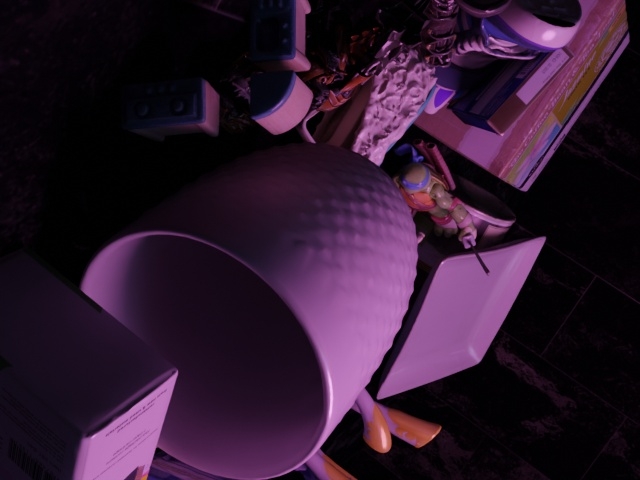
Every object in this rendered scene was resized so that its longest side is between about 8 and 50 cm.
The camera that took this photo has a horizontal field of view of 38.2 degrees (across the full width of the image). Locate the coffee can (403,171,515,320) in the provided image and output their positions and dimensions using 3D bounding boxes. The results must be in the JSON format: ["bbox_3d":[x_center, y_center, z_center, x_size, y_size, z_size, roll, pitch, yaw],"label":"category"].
[{"bbox_3d":[0.249,0.019,1.923,0.275,0.202,0.201,-62,161,20],"label":"coffee can"}]

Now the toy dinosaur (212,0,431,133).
[{"bbox_3d":[0.000,-0.215,1.016,0.218,0.164,0.322,-49,-172,40],"label":"toy dinosaur"}]

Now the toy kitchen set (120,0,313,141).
[{"bbox_3d":[-0.102,-0.206,0.832,0.122,0.166,0.207,28,60,-73],"label":"toy kitchen set"}]

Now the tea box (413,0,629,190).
[{"bbox_3d":[0.325,-0.280,1.536,0.329,0.220,0.323,-58,162,11],"label":"tea box"}]

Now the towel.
[{"bbox_3d":[-0.172,0.377,1.416,0.285,0.209,0.034,50,59,-82],"label":"towel"}]

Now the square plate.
[{"bbox_3d":[0.274,0.142,1.848,0.347,0.049,0.344,-10,132,-44],"label":"square plate"}]

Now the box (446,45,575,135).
[{"bbox_3d":[0.253,-0.214,1.266,0.136,0.036,0.225,-48,-166,5],"label":"box"}]

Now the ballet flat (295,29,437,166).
[{"bbox_3d":[-0.003,-0.099,1.208,0.408,0.147,0.147,-59,163,-4],"label":"ballet flat"}]

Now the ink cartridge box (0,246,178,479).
[{"bbox_3d":[-0.267,0.180,0.874,0.117,0.201,0.278,-35,154,-47],"label":"ink cartridge box"}]

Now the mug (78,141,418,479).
[{"bbox_3d":[-0.076,0.058,0.999,0.374,0.276,0.328,-29,-170,37],"label":"mug"}]

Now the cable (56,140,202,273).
[{"bbox_3d":[-0.187,-0.033,0.950,0.184,0.047,0.150,-38,156,-44],"label":"cable"}]

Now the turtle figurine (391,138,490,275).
[{"bbox_3d":[0.173,-0.025,1.668,0.198,0.274,0.266,-22,170,9],"label":"turtle figurine"}]

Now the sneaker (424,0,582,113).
[{"bbox_3d":[0.214,-0.252,1.233,0.322,0.130,0.236,-108,-148,-53],"label":"sneaker"}]

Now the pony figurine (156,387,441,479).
[{"bbox_3d":[-0.055,0.246,1.410,0.351,0.363,0.303,-44,178,31],"label":"pony figurine"}]

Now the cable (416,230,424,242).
[{"bbox_3d":[0.046,0.081,1.467,0.287,0.072,0.139,-52,157,18],"label":"cable"}]

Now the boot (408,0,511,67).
[{"bbox_3d":[0.150,-0.288,1.078,0.091,0.262,0.229,-12,146,-6],"label":"boot"}]
